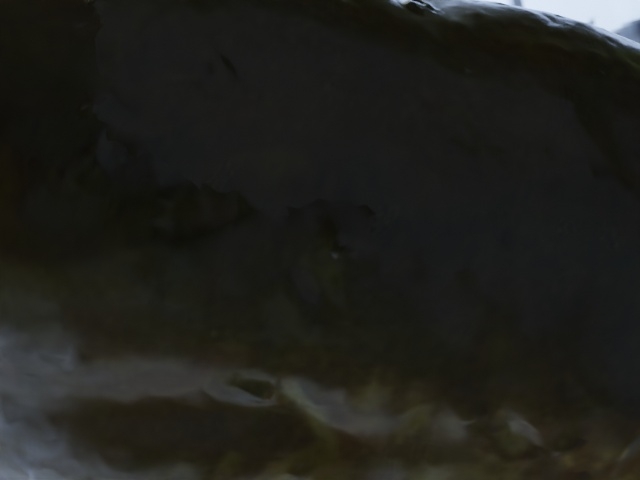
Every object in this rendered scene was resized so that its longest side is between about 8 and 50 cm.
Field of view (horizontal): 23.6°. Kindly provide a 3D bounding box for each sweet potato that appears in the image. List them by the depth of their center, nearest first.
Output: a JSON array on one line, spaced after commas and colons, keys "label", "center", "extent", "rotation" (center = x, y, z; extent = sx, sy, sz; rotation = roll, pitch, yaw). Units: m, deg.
[{"label": "sweet potato", "center": [0.000, 0.000, 0.397], "extent": [0.370, 0.158, 0.157], "rotation": [9, -103, 0]}]
